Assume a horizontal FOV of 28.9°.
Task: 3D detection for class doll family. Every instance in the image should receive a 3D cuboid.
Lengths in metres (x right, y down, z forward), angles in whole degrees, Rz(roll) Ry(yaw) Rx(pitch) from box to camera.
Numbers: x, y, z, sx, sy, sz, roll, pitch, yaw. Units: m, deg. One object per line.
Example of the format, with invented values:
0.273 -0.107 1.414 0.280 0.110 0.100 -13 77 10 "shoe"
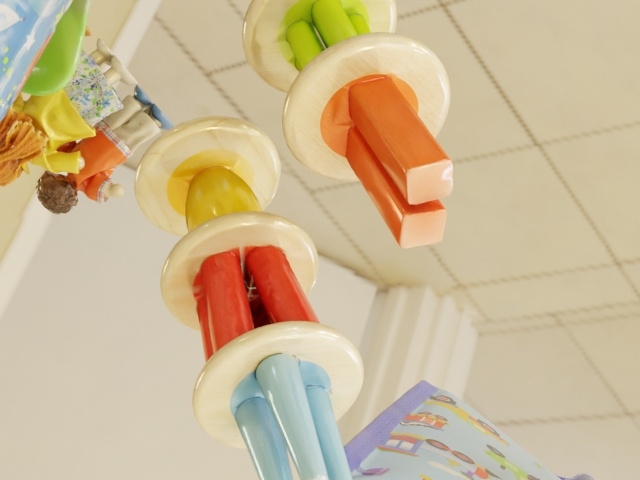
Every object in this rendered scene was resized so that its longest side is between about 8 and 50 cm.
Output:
-0.269 -0.139 1.112 0.263 0.163 0.118 49 177 23 "doll family"

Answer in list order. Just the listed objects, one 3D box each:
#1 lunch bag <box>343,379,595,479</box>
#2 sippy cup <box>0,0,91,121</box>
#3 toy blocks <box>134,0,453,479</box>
0.107 0.177 0.642 0.221 0.293 0.138 35 112 12 "lunch bag"
-0.260 -0.195 0.826 0.305 0.224 0.240 26 165 -33 "sippy cup"
0.000 0.000 0.372 0.054 0.148 0.123 20 121 -35 "toy blocks"
